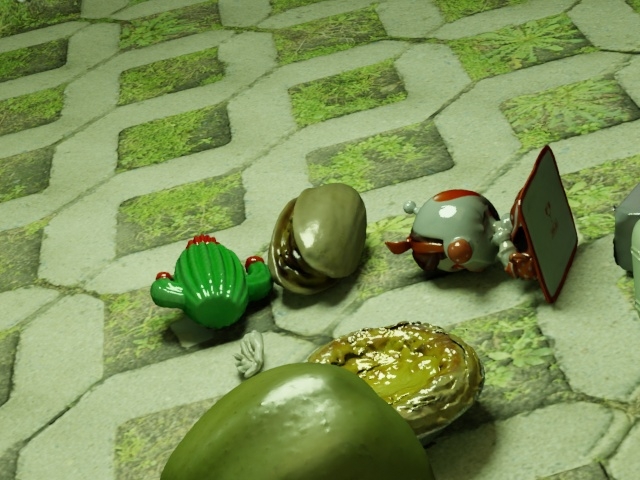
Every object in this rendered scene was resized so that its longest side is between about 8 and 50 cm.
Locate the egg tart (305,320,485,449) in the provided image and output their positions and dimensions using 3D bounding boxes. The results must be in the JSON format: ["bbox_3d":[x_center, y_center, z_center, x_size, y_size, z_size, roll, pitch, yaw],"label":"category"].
[{"bbox_3d":[0.077,0.178,1.593,0.234,0.094,0.234,-12,26,6],"label":"egg tart"}]

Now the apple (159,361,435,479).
[{"bbox_3d":[-0.019,0.251,1.352,0.279,0.279,0.279,-9,27,5],"label":"apple"}]

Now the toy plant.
[{"bbox_3d":[-0.141,0.051,1.940,0.155,0.088,0.240,9,21,13],"label":"toy plant"}]

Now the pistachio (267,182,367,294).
[{"bbox_3d":[0.000,0.000,1.953,0.129,0.131,0.206,-49,11,36],"label":"pistachio"}]

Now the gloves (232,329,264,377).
[{"bbox_3d":[-0.087,0.142,1.787,0.044,0.037,0.081,-24,26,39],"label":"gloves"}]

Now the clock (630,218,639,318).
[{"bbox_3d":[0.469,0.034,1.660,0.191,0.151,0.062,-9,17,-3],"label":"clock"}]

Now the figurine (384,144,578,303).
[{"bbox_3d":[0.202,-0.009,1.871,0.226,0.160,0.183,-8,25,27],"label":"figurine"}]

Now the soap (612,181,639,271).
[{"bbox_3d":[0.566,-0.047,1.828,0.285,0.107,0.296,5,30,33],"label":"soap"}]
